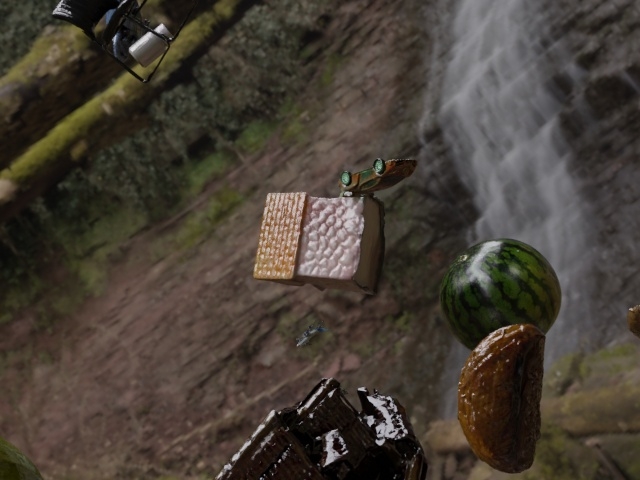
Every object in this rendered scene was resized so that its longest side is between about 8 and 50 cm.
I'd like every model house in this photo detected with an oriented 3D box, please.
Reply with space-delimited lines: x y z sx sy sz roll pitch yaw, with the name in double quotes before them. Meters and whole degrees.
"model house" 0.005 0.348 1.386 0.317 0.282 0.297 -46 32 -5
"model house" 0.000 0.000 1.989 0.237 0.202 0.237 4 -7 15

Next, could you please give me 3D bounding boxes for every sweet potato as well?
"sweet potato" 0.526 0.130 1.524 0.060 0.068 0.206 -3 -12 33

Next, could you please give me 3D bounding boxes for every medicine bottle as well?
"medicine bottle" -0.344 -0.399 1.943 0.089 0.052 0.052 -40 -9 -1

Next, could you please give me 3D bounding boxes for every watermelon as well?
"watermelon" 0.420 0.135 2.214 0.285 0.285 0.285 -35 -9 -6

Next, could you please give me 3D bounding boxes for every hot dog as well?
"hot dog" 0.282 0.235 1.440 0.099 0.227 0.160 11 0 44

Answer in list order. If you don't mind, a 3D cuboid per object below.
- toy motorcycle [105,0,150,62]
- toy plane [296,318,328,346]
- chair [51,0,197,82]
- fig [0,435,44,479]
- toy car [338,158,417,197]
"toy motorcycle" -0.444 -0.535 2.154 0.092 0.254 0.135 2 16 14
"toy plane" -0.021 0.194 1.944 0.084 0.024 0.078 -26 -37 -35
"chair" -0.374 -0.434 1.799 0.145 0.221 0.140 -42 20 51
"fig" -0.597 0.438 1.504 0.343 0.343 0.343 -35 -9 -6
"toy car" 0.077 -0.084 1.250 0.059 0.035 0.122 -2 -8 -39
